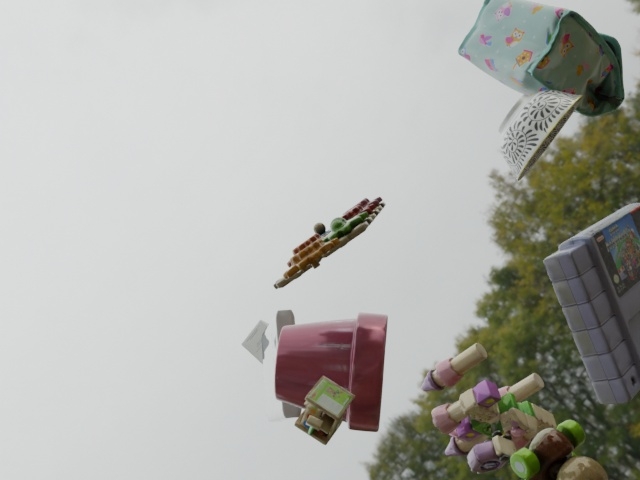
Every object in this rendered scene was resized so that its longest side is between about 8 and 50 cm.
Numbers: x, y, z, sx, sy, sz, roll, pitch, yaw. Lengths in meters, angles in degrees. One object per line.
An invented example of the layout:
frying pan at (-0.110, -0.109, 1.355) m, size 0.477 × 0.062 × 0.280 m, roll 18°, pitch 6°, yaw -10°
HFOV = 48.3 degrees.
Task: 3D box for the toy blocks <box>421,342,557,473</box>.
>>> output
toy blocks at (0.377, 0.455, 1.673) m, size 0.288 × 0.309 × 0.260 m, roll 29°, pitch -55°, yaw -30°

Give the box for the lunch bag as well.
lunch bag at (0.439, -0.345, 1.368) m, size 0.262 × 0.223 × 0.160 m, roll 20°, pitch -77°, yaw -36°

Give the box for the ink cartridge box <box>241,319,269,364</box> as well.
ink cartridge box at (-0.078, 0.304, 1.785) m, size 0.086 × 0.203 × 0.148 m, roll -52°, pitch -34°, yaw -4°

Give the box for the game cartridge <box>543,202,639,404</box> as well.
game cartridge at (0.476, 0.075, 1.095) m, size 0.355 × 0.068 × 0.230 m, roll -21°, pitch -87°, yaw -46°

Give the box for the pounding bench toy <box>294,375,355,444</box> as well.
pounding bench toy at (-0.003, 0.236, 0.943) m, size 0.083 × 0.052 × 0.065 m, roll -41°, pitch -23°, yaw -54°

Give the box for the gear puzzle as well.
gear puzzle at (0.000, 0.000, 1.055) m, size 0.175 × 0.044 × 0.339 m, roll -35°, pitch 2°, yaw 16°

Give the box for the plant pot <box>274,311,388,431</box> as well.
plant pot at (0.019, 0.218, 1.224) m, size 0.201 × 0.180 × 0.201 m, roll 5°, pitch -90°, yaw -86°

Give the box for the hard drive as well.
hard drive at (-0.085, 0.270, 1.486) m, size 0.040 × 0.203 × 0.307 m, roll -2°, pitch -15°, yaw -10°

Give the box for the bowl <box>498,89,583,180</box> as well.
bowl at (0.349, -0.190, 1.182) m, size 0.170 × 0.080 × 0.170 m, roll -49°, pitch -13°, yaw -16°

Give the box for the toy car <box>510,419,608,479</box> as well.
toy car at (0.461, 0.439, 1.278) m, size 0.155 × 0.188 × 0.149 m, roll -20°, pitch -61°, yaw -29°
